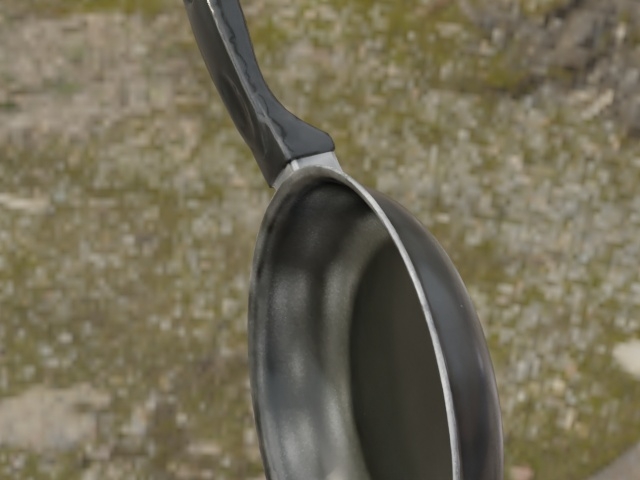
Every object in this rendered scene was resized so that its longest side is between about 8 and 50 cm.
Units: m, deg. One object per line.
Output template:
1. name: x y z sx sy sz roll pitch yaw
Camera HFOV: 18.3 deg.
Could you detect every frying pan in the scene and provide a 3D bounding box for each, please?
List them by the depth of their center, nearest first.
1. frying pan: -0.004 0.023 0.823 0.053 0.197 0.326 -7 45 -22
